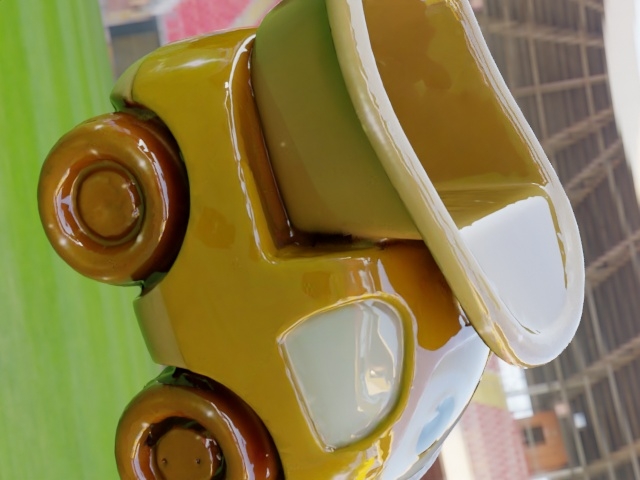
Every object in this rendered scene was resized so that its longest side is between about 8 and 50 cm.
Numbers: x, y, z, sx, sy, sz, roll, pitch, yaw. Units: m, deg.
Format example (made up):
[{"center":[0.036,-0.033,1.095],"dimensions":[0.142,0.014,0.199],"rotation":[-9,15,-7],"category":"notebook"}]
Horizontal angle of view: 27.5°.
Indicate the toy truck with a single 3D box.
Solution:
[{"center":[0.000,0.000,0.660],"dimensions":[0.204,0.212,0.288],"rotation":[-21,92,-64],"category":"toy truck"}]
